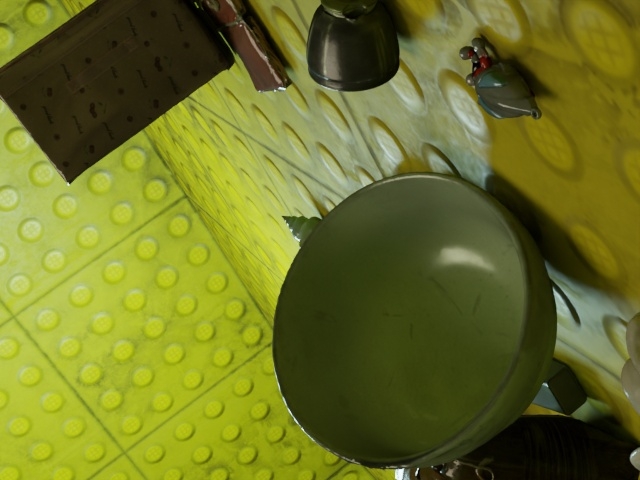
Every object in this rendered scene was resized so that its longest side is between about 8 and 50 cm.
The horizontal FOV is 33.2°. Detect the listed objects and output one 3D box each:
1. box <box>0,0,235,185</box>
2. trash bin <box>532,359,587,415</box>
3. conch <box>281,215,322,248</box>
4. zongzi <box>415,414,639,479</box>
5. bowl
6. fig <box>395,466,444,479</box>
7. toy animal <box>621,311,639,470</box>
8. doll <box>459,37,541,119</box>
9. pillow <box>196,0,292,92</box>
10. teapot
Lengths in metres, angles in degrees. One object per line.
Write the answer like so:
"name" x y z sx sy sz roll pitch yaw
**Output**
"box" -0.299 -0.251 1.592 0.190 0.297 0.225 56 -174 -11
"trash bin" 0.273 0.171 1.292 0.061 0.043 0.092 57 166 -16
"conch" -0.005 0.004 1.904 0.180 0.065 0.088 37 161 30
"zongzi" 0.228 0.254 1.298 0.241 0.248 0.111 180 99 -83
"bowl" 0.113 0.091 1.123 0.163 0.307 0.307 23 -163 -49
"fig" 0.207 0.281 1.636 0.217 0.217 0.320 -155 53 -69
"toy animal" 0.290 0.117 0.859 0.131 0.104 0.221 49 168 15
"doll" 0.147 -0.127 0.888 0.114 0.039 0.057 54 131 53
"pillow" -0.123 -0.304 1.492 0.232 0.043 0.126 55 169 -12
"teapot" 0.020 -0.210 1.046 0.124 0.092 0.090 37 145 38
